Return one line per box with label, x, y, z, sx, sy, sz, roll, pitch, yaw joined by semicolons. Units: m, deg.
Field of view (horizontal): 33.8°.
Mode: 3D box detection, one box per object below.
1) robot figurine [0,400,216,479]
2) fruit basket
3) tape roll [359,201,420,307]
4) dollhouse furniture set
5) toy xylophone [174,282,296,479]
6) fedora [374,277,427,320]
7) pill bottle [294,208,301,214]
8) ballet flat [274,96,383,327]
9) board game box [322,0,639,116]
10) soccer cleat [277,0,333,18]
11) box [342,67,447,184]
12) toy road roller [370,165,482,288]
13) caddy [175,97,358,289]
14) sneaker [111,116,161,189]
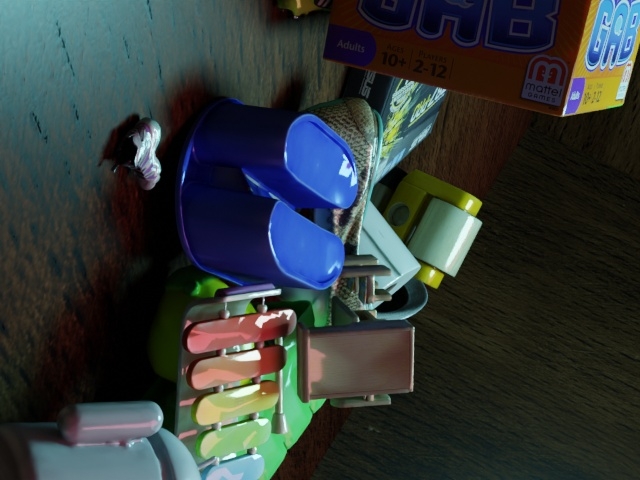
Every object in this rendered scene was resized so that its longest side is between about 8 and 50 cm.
robot figurine;-0.289;0.318;1.266;0.353;0.200;0.300;9;117;-39
fruit basket;-0.180;0.199;1.627;0.392;0.283;0.392;8;79;-45
tape roll;0.045;0.058;2.008;0.246;0.169;0.246;-36;170;-7
dollhouse furniture set;0.027;0.148;1.581;0.242;0.161;0.212;-140;-132;-74
toy xylophone;-0.109;0.206;1.462;0.236;0.081;0.322;-16;110;-47
fedora;0.081;0.146;2.239;0.243;0.275;0.124;-115;-150;-58
pill bottle;-0.071;-0.046;1.780;0.116;0.065;0.065;-64;166;6
ballet flat;0.000;0.000;1.736;0.182;0.164;0.482;-8;116;-18
board game box;0.266;-0.396;1.503;0.356;0.356;0.356;-19;122;-61
soccer cleat;0.000;-0.355;1.464;0.179;0.060;0.072;-33;147;-57
box;0.151;-0.283;2.049;0.395;0.097;0.318;-42;160;-50
toy road roller;0.209;-0.030;2.271;0.240;0.329;0.202;26;91;-54
caddy;-0.083;-0.059;1.473;0.341;0.179;0.241;32;66;-65
sneaker;-0.221;-0.091;1.237;0.069;0.038;0.098;-44;148;-46
